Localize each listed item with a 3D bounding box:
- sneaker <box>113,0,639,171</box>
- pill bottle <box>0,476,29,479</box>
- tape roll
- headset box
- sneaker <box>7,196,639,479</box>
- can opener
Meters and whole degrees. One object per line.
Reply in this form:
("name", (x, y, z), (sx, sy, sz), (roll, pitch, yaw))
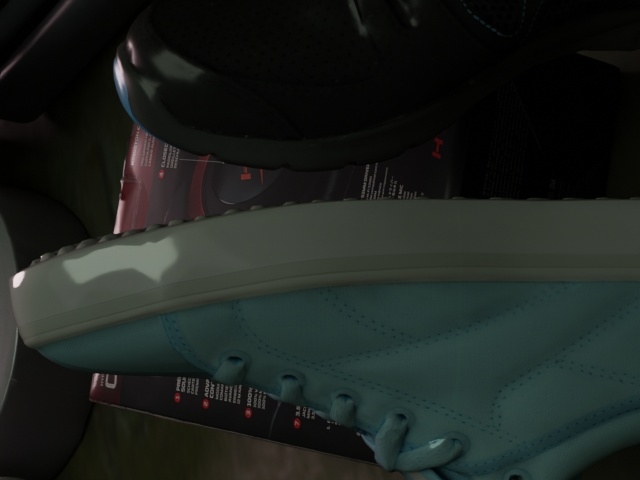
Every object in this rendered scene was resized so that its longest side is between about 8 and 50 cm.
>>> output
("sneaker", (0.070, -0.134, 0.856), (0.125, 0.341, 0.139), (-114, 10, -46))
("pill bottle", (-0.240, 0.237, 1.271), (0.193, 0.108, 0.108), (-37, 57, 37))
("tape roll", (-0.237, 0.068, 1.330), (0.219, 0.072, 0.219), (-11, 74, 45))
("headset box", (0.000, 0.000, 1.058), (0.293, 0.110, 0.218), (5, 85, 47))
("sneaker", (0.050, 0.060, 0.847), (0.135, 0.366, 0.150), (84, -176, -84))
("can opener", (-0.154, -0.186, 1.275), (0.283, 0.095, 0.076), (-42, 54, 34))
